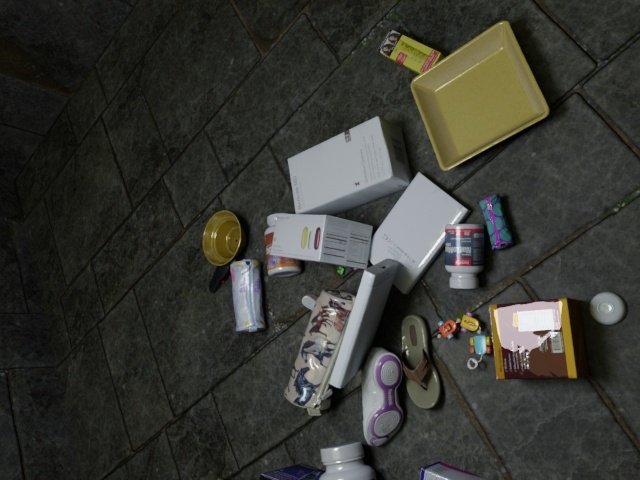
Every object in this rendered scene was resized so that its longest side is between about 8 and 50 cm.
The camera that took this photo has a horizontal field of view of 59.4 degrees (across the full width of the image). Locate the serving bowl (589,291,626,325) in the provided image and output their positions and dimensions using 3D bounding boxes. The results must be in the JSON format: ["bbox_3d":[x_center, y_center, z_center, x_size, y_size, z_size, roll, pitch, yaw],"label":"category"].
[{"bbox_3d":[0.706,0.167,1.385,0.083,0.027,0.083,-7,79,38],"label":"serving bowl"}]

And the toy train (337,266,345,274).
[{"bbox_3d":[0.083,0.077,1.894,0.024,0.017,0.083,30,101,27],"label":"toy train"}]

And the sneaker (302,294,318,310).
[{"bbox_3d":[-0.001,0.232,1.920,0.134,0.070,0.051,39,99,5],"label":"sneaker"}]

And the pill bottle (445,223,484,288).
[{"bbox_3d":[0.406,0.043,1.584,0.108,0.108,0.180,0,91,38],"label":"pill bottle"}]

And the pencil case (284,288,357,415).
[{"bbox_3d":[0.023,0.345,1.801,0.183,0.160,0.410,28,100,53],"label":"pencil case"}]

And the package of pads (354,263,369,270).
[{"bbox_3d":[0.125,0.054,1.855,0.050,0.032,0.083,-34,62,34],"label":"package of pads"}]

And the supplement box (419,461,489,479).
[{"bbox_3d":[0.384,0.687,1.494,0.220,0.111,0.113,5,86,39],"label":"supplement box"}]

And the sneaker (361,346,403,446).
[{"bbox_3d":[0.182,0.470,1.712,0.152,0.114,0.305,-150,65,-71],"label":"sneaker"}]

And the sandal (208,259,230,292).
[{"bbox_3d":[-0.398,0.142,2.251,0.179,0.040,0.067,-54,48,35],"label":"sandal"}]

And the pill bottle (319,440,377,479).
[{"bbox_3d":[0.091,0.774,1.667,0.176,0.176,0.318,-22,69,33],"label":"pill bottle"}]

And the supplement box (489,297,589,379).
[{"bbox_3d":[0.553,0.252,1.424,0.194,0.129,0.191,-11,76,36],"label":"supplement box"}]

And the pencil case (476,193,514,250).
[{"bbox_3d":[0.489,-0.050,1.564,0.064,0.070,0.151,-23,70,33],"label":"pencil case"}]

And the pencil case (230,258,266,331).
[{"bbox_3d":[-0.267,0.206,2.082,0.124,0.114,0.273,-26,66,56],"label":"pencil case"}]

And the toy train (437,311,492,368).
[{"bbox_3d":[0.415,0.275,1.585,0.125,0.046,0.166,-51,53,21],"label":"toy train"}]

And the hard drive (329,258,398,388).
[{"bbox_3d":[0.133,0.238,1.661,0.047,0.233,0.353,22,105,19],"label":"hard drive"}]

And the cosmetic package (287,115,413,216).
[{"bbox_3d":[0.091,-0.226,1.851,0.385,0.156,0.217,-21,72,33],"label":"cosmetic package"}]

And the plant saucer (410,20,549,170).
[{"bbox_3d":[0.463,-0.408,1.640,0.333,0.081,0.332,-28,65,31],"label":"plant saucer"}]

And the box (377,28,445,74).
[{"bbox_3d":[0.295,-0.600,1.816,0.232,0.058,0.087,42,108,34],"label":"box"}]

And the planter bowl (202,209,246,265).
[{"bbox_3d":[-0.358,-0.004,2.204,0.217,0.090,0.217,-8,78,38],"label":"planter bowl"}]

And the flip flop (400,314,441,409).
[{"bbox_3d":[0.281,0.355,1.651,0.112,0.080,0.277,-16,73,35],"label":"flip flop"}]

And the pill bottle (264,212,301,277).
[{"bbox_3d":[-0.138,0.017,2.010,0.121,0.121,0.216,-17,72,35],"label":"pill bottle"}]

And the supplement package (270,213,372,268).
[{"bbox_3d":[0.000,0.000,1.822,0.262,0.204,0.145,4,84,51],"label":"supplement package"}]

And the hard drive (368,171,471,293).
[{"bbox_3d":[0.288,-0.023,1.735,0.210,0.040,0.318,46,110,33],"label":"hard drive"}]

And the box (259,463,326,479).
[{"bbox_3d":[-0.072,0.791,1.772,0.153,0.207,0.108,0,82,37],"label":"box"}]
